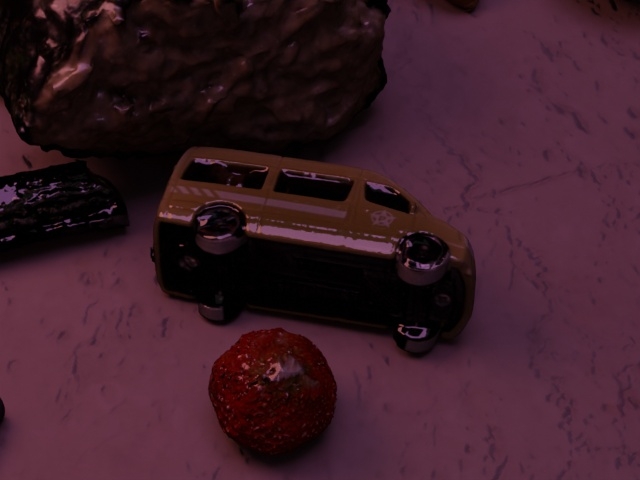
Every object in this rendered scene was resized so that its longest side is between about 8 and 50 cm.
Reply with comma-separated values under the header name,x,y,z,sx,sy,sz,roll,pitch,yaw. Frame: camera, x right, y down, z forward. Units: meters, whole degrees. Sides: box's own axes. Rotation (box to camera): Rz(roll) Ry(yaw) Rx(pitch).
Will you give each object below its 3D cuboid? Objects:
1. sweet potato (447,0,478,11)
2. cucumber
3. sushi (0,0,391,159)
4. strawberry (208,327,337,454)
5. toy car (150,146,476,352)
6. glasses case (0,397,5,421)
name,x,y,z,sx,sy,sz,roll,pitch,yaw
sweet potato,0.058,-0.357,1.669,0.114,0.092,0.341,5,45,-31
cucumber,-0.280,-0.014,1.379,0.245,0.067,0.067,-15,52,-17
sushi,-0.099,-0.170,1.410,0.350,0.211,0.171,-6,36,-33
strawberry,-0.035,0.108,1.267,0.106,0.106,0.106,1,50,-1
toy car,0.000,0.000,1.355,0.257,0.101,0.124,8,47,7
glasses case,-0.296,0.181,1.232,0.072,0.042,0.190,8,50,14
